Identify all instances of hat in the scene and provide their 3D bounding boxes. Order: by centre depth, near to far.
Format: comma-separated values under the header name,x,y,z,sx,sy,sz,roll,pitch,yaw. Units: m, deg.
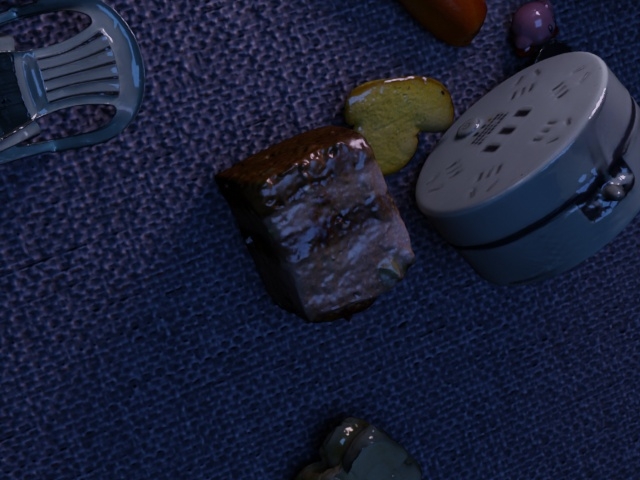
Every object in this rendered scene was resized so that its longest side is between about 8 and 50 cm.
name,x,y,z,sx,sy,sz,roll,pitch,yaw
hat,0.362,-0.255,1.817,0.121,0.050,0.121,-6,107,-22

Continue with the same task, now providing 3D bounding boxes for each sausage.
name,x,y,z,sx,sy,sz,roll,pitch,yaw
sausage,0.133,-0.393,1.692,0.300,0.083,0.089,37,72,-23

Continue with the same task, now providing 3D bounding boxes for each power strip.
name,x,y,z,sx,sy,sz,roll,pitch,yaw
power strip,0.314,-0.105,1.656,0.357,0.357,0.161,-46,112,-9

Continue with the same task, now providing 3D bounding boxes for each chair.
name,x,y,z,sx,sy,sz,roll,pitch,yaw
chair,-0.388,-0.193,1.475,0.274,0.190,0.203,-30,110,-44

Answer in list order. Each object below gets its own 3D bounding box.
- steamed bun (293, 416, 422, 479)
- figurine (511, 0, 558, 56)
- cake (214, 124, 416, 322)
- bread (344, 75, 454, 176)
name,x,y,z,sx,sy,sz,roll,pitch,yaw
steamed bun,0.057,0.357,1.766,0.192,0.106,0.177,33,99,-34
figurine,0.326,-0.330,1.784,0.067,0.071,0.083,33,74,20
cake,0.000,0.000,1.643,0.196,0.198,0.293,-27,108,-18
bread,0.109,-0.175,1.732,0.187,0.065,0.150,-12,113,-22
